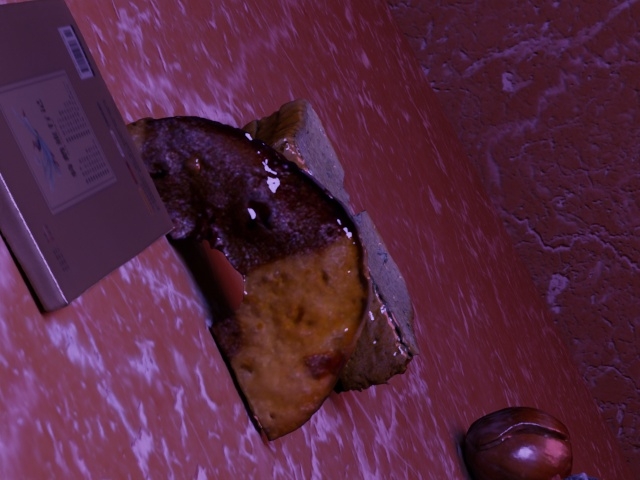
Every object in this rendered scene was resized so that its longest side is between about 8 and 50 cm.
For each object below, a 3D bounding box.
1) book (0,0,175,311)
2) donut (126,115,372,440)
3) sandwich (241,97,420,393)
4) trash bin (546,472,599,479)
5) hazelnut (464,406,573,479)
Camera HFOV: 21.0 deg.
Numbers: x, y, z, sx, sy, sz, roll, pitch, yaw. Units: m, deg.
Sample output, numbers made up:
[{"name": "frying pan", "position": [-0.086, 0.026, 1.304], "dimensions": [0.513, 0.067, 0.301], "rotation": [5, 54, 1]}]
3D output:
[{"name": "book", "position": [-0.198, -0.076, 1.285], "dimensions": [0.217, 0.021, 0.310], "rotation": [65, 13, -5]}, {"name": "donut", "position": [-0.042, 0.004, 1.499], "dimensions": [0.295, 0.151, 0.112], "rotation": [64, 3, -3]}, {"name": "sandwich", "position": [0.001, -0.001, 1.783], "dimensions": [0.273, 0.095, 0.249], "rotation": [61, 10, -14]}, {"name": "trash bin", "position": [0.183, 0.324, 1.577], "dimensions": [0.161, 0.239, 0.184], "rotation": [66, 15, 16]}, {"name": "hazelnut", "position": [0.249, 0.275, 2.205], "dimensions": [0.143, 0.143, 0.154], "rotation": [61, 6, -19]}]
